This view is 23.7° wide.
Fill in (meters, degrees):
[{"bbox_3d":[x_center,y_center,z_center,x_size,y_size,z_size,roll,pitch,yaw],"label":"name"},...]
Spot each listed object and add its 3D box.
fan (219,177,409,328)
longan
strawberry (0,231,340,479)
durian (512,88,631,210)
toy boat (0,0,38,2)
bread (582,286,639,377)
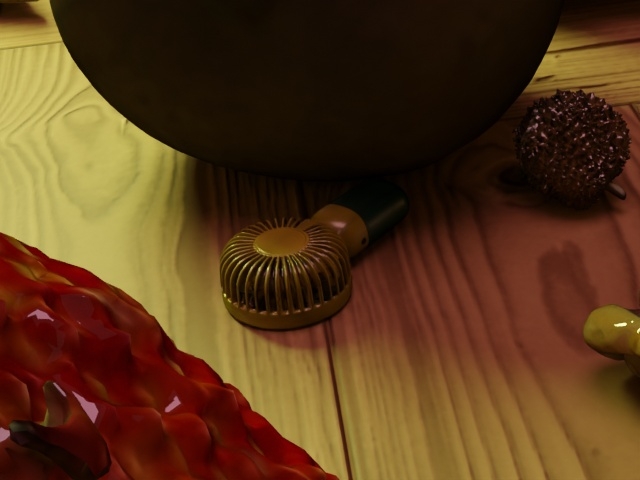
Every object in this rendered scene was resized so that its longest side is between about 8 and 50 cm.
[{"bbox_3d":[0.000,0.000,0.963,0.082,0.039,0.155,18,38,34],"label":"fan"},{"bbox_3d":[-0.011,-0.201,1.041,0.361,0.361,0.361,-5,31,3],"label":"longan"},{"bbox_3d":[-0.075,0.150,0.444,0.292,0.343,0.292,-17,27,9],"label":"strawberry"},{"bbox_3d":[0.169,-0.058,1.005,0.091,0.080,0.080,42,50,15],"label":"durian"},{"bbox_3d":[-0.471,-0.256,1.385,0.445,0.136,0.162,-1,36,7],"label":"toy boat"},{"bbox_3d":[0.263,0.035,0.818,0.225,0.081,0.134,-19,35,-21],"label":"bread"}]
